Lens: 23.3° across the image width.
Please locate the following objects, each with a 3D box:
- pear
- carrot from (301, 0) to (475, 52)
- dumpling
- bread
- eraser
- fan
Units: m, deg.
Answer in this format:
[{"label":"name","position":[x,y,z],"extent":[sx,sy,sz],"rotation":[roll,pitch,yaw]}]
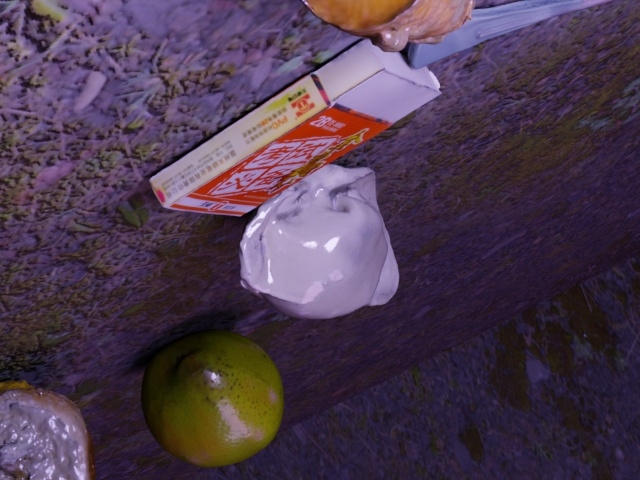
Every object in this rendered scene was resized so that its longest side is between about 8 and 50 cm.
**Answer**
[{"label":"pear","position":[-0.142,0.198,1.993],"extent":[0.187,0.187,0.220],"rotation":[-28,154,5]},{"label":"carrot","position":[0.063,-0.180,1.085],"extent":[0.102,0.102,0.263],"rotation":[-31,173,16]},{"label":"dumpling","position":[0.000,0.000,1.568],"extent":[0.132,0.162,0.250],"rotation":[9,-179,39]},{"label":"bread","position":[-0.349,0.242,1.713],"extent":[0.195,0.176,0.246],"rotation":[-13,168,-10]},{"label":"eraser","position":[-0.019,-0.092,1.351],"extent":[0.230,0.038,0.157],"rotation":[-31,167,18]},{"label":"fan","position":[0.190,-0.205,1.369],"extent":[0.282,0.023,0.057],"rotation":[-21,146,-32]}]
